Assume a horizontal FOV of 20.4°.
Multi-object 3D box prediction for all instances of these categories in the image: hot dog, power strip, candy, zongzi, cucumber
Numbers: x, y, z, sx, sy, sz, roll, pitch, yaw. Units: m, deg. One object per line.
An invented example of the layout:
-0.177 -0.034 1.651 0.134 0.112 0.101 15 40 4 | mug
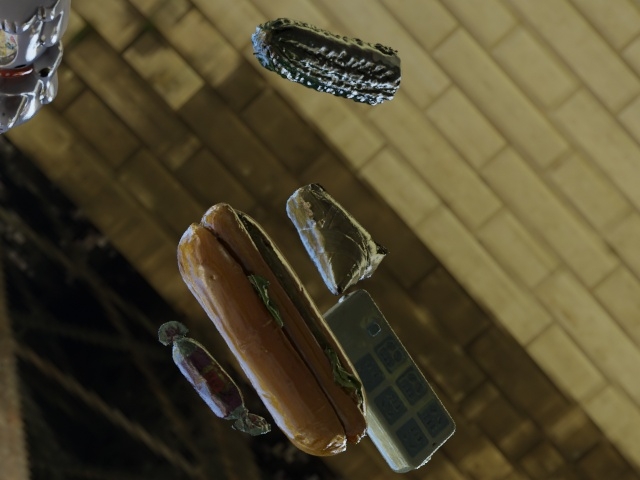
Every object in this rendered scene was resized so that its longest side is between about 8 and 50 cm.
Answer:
-0.036 0.078 1.576 0.249 0.068 0.100 56 -136 -10 | hot dog
0.081 0.192 2.459 0.118 0.046 0.270 -37 -85 -39 | power strip
-0.126 0.164 2.070 0.175 0.043 0.045 50 -131 4 | candy
0.000 0.000 2.441 0.160 0.078 0.176 44 -157 7 | zongzi
0.004 -0.202 1.994 0.265 0.077 0.077 9 -140 -51 | cucumber

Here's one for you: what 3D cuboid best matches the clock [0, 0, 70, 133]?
-0.401 -0.242 2.237 0.254 0.189 0.189 96 151 -45 | clock
